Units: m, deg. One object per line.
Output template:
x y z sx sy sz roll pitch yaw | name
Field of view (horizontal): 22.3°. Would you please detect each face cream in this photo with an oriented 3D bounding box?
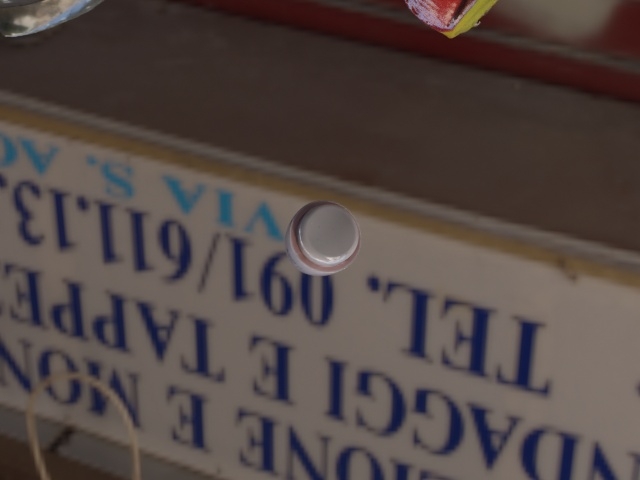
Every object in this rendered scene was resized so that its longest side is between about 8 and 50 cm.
0.000 0.000 1.990 0.091 0.091 0.095 -12 171 -18 | face cream

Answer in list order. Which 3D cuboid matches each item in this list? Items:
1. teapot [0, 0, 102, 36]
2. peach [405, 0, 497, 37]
-0.246 -0.294 1.178 0.223 0.305 0.285 -27 174 -4 | teapot
0.197 -0.378 2.031 0.159 0.267 0.154 48 -138 -1 | peach
